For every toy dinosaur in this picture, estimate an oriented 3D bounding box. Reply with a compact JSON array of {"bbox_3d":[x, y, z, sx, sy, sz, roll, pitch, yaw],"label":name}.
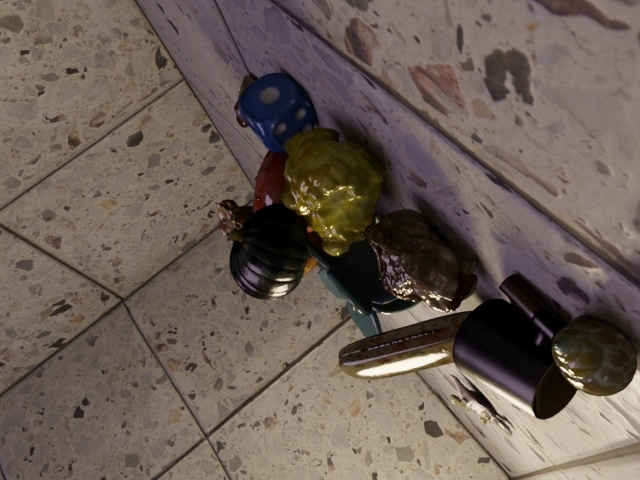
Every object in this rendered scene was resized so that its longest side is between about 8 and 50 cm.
[{"bbox_3d":[0.608,0.637,1.924,0.294,0.077,0.162,30,158,31],"label":"toy dinosaur"}]

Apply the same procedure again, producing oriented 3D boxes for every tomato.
[{"bbox_3d":[-0.066,-0.142,1.422,0.265,0.265,0.265,50,173,8],"label":"tomato"}]

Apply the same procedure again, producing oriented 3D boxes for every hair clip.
[{"bbox_3d":[0.134,0.081,1.374,0.318,0.238,0.392,47,172,34],"label":"hair clip"}]

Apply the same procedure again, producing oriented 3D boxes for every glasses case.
[{"bbox_3d":[0.230,0.257,1.206,0.156,0.425,0.098,26,-129,-42],"label":"glasses case"}]

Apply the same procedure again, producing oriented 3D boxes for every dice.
[{"bbox_3d":[-0.108,-0.315,1.251,0.143,0.146,0.146,50,174,24],"label":"dice"}]

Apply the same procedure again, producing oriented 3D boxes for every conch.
[{"bbox_3d":[0.397,0.172,0.741,0.173,0.106,0.116,17,-129,-77],"label":"conch"}]

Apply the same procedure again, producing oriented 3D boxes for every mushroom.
[{"bbox_3d":[-0.128,-0.082,1.691,0.331,0.356,0.334,51,180,-7],"label":"mushroom"}]

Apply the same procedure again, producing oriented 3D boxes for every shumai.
[{"bbox_3d":[0.226,0.034,1.033,0.185,0.184,0.218,-5,118,39],"label":"shumai"},{"bbox_3d":[-0.202,-0.397,1.551,0.201,0.120,0.201,48,170,11],"label":"shumai"}]

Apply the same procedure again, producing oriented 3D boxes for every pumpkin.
[{"bbox_3d":[-0.129,0.022,1.226,0.216,0.249,0.250,24,-176,-23],"label":"pumpkin"}]

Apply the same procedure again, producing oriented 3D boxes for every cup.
[{"bbox_3d":[0.349,0.195,0.908,0.177,0.166,0.239,36,165,53],"label":"cup"}]

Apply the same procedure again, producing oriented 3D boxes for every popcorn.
[{"bbox_3d":[0.027,-0.109,1.140,0.241,0.235,0.250,-97,-1,-51],"label":"popcorn"}]

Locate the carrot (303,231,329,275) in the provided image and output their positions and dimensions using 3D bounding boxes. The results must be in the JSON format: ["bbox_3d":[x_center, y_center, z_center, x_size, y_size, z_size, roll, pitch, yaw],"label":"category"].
[{"bbox_3d":[0.000,0.000,1.543,0.114,0.302,0.114,47,175,5],"label":"carrot"}]
